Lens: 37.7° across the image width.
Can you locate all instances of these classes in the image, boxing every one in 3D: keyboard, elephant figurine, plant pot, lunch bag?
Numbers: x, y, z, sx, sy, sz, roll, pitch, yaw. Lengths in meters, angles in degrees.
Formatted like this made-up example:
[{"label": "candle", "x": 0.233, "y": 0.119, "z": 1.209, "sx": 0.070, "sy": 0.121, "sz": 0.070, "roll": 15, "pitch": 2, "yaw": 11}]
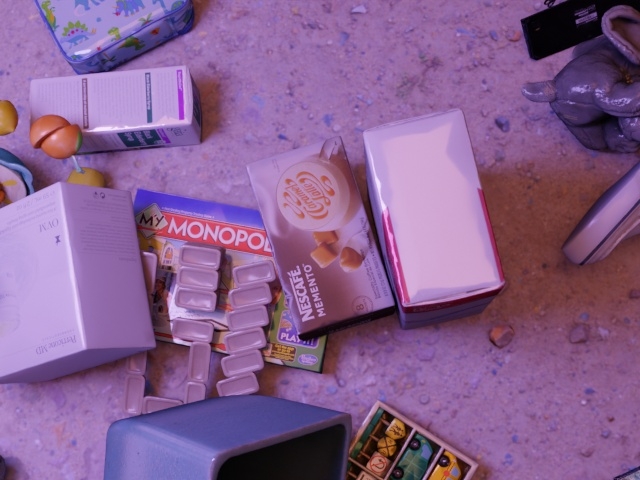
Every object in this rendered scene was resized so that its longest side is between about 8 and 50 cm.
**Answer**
[{"label": "keyboard", "x": 0.391, "y": -0.351, "z": 1.413, "sx": 0.192, "sy": 0.038, "sz": 0.100, "roll": -22, "pitch": 120, "yaw": -3}, {"label": "elephant figurine", "x": 0.439, "y": -0.258, "z": 1.357, "sx": 0.169, "sy": 0.186, "sz": 0.240, "roll": 4, "pitch": 61, "yaw": 47}, {"label": "plant pot", "x": -0.141, "y": 0.320, "z": 1.186, "sx": 0.252, "sy": 0.247, "sz": 0.248, "roll": 14, "pitch": 101, "yaw": 39}, {"label": "lunch bag", "x": -0.314, "y": -0.367, "z": 1.428, "sx": 0.219, "sy": 0.090, "sz": 0.176, "roll": -30, "pitch": 80, "yaw": -3}]

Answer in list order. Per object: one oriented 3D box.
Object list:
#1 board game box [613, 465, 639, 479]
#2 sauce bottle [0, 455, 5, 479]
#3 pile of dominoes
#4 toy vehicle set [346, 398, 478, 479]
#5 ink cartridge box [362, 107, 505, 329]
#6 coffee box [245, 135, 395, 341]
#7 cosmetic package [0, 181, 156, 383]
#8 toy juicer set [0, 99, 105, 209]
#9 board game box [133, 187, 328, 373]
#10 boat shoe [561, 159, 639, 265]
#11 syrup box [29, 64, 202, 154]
[{"label": "board game box", "x": 0.513, "y": 0.345, "z": 1.280, "sx": 0.186, "sy": 0.026, "sz": 0.126, "roll": -24, "pitch": 78, "yaw": -2}, {"label": "sauce bottle", "x": -0.611, "y": 0.280, "z": 1.302, "sx": 0.344, "sy": 0.111, "sz": 0.111, "roll": 24, "pitch": 81, "yaw": 7}, {"label": "pile of dominoes", "x": -0.168, "y": 0.131, "z": 1.312, "sx": 0.195, "sy": 0.040, "sz": 0.251, "roll": 8, "pitch": 98, "yaw": 4}, {"label": "toy vehicle set", "x": 0.079, "y": 0.377, "z": 1.289, "sx": 0.166, "sy": 0.035, "sz": 0.267, "roll": 31, "pitch": 82, "yaw": 8}, {"label": "ink cartridge box", "x": 0.141, "y": -0.012, "z": 1.226, "sx": 0.131, "sy": 0.306, "sz": 0.226, "roll": -13, "pitch": 78, "yaw": 0}, {"label": "coffee box", "x": 0.000, "y": 0.000, "z": 1.290, "sx": 0.141, "sy": 0.098, "sz": 0.247, "roll": -16, "pitch": 78, "yaw": -1}, {"label": "cosmetic package", "x": -0.364, "y": 0.064, "z": 1.275, "sx": 0.224, "sy": 0.138, "sz": 0.225, "roll": -19, "pitch": 77, "yaw": 30}, {"label": "toy juicer set", "x": -0.480, "y": -0.107, "z": 1.322, "sx": 0.328, "sy": 0.209, "sz": 0.090, "roll": 2, "pitch": 51, "yaw": 3}, {"label": "board game box", "x": -0.133, "y": 0.057, "z": 1.358, "sx": 0.317, "sy": 0.046, "sz": 0.214, "roll": 10, "pitch": 80, "yaw": 5}, {"label": "boat shoe", "x": 0.509, "y": -0.060, "z": 1.318, "sx": 0.367, "sy": 0.136, "sz": 0.156, "roll": -41, "pitch": 83, "yaw": -15}, {"label": "syrup box", "x": -0.300, "y": -0.190, "z": 1.390, "sx": 0.236, "sy": 0.093, "sz": 0.096, "roll": -4, "pitch": 78, "yaw": 2}]
